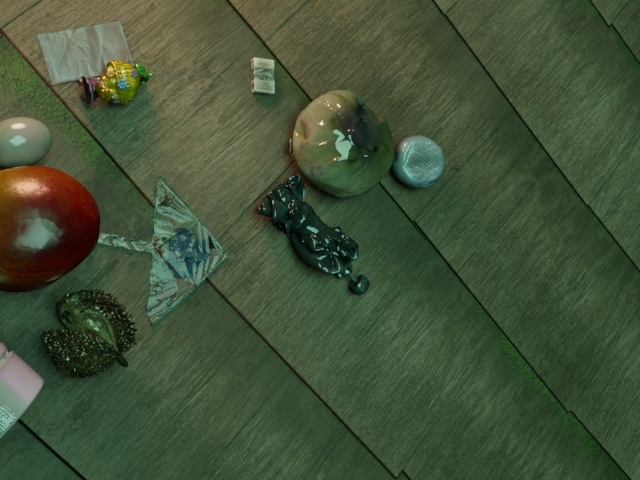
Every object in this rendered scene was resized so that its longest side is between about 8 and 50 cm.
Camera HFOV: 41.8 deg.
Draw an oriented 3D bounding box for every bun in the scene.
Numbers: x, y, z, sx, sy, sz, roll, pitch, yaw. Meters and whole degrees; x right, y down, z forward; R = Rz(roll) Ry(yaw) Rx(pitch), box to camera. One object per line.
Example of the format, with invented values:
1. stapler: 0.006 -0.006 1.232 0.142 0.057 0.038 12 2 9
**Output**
1. bun: 0.247 -0.201 2.157 0.140 0.083 0.141 0 90 -20
2. bun: 0.064 -0.231 2.018 0.272 0.168 0.273 8 75 -33

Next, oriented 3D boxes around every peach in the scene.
1. peach: -0.556 -0.024 1.657 0.274 0.245 0.249 -26 126 -39

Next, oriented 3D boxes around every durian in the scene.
1. durian: -0.459 0.196 1.691 0.196 0.167 0.196 0 90 -35

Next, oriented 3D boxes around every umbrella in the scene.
1. umbrella: 0.003 -0.002 1.996 0.349 0.094 0.143 48 70 -17

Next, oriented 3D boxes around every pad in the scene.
1. pad: -0.510 -0.410 1.826 0.187 0.006 0.113 -19 94 -27

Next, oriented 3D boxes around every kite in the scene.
1. kite: -0.350 0.022 1.853 0.314 0.011 0.336 7 80 -27

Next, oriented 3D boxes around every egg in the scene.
1. egg: -0.610 -0.197 1.690 0.135 0.103 0.103 -20 93 -29

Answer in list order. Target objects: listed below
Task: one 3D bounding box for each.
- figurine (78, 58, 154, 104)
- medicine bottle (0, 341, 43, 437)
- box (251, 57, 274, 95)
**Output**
1. figurine: -0.427 -0.337 1.800 0.156 0.115 0.095 -19 120 -34
2. medicine bottle: -0.692 0.225 1.508 0.325 0.256 0.256 45 66 -15
3. box: -0.138 -0.393 2.009 0.054 0.024 0.083 1 83 -26
